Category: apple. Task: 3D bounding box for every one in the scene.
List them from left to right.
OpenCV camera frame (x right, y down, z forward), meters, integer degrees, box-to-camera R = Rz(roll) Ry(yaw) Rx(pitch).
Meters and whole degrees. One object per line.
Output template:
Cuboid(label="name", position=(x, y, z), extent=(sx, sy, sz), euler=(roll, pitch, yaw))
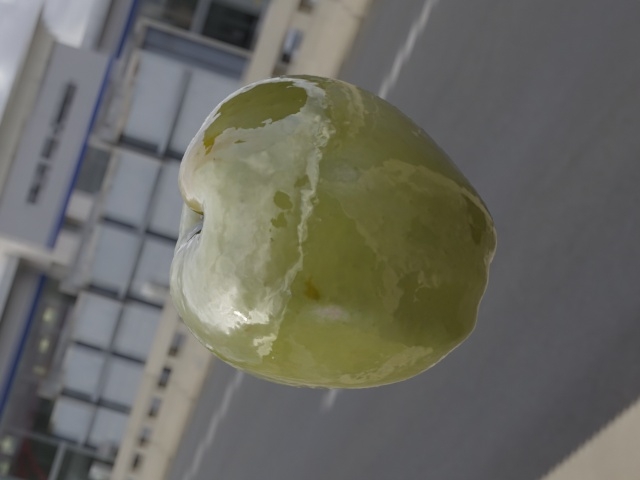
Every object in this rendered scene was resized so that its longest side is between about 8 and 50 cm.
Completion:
Cuboid(label="apple", position=(0.000, 0.000, 1.000), extent=(0.200, 0.200, 0.200), euler=(-163, 90, -85))
